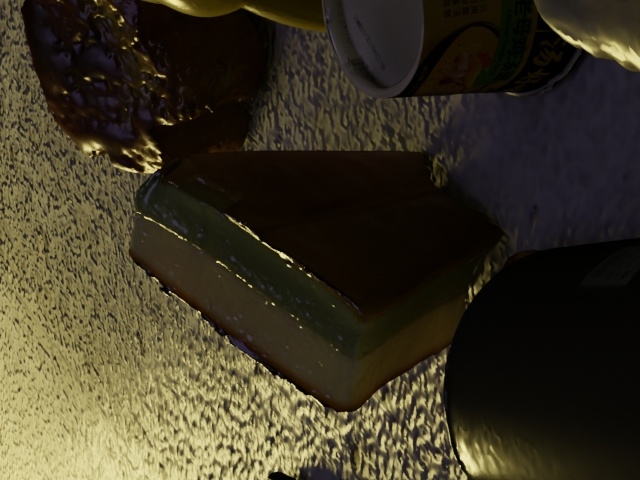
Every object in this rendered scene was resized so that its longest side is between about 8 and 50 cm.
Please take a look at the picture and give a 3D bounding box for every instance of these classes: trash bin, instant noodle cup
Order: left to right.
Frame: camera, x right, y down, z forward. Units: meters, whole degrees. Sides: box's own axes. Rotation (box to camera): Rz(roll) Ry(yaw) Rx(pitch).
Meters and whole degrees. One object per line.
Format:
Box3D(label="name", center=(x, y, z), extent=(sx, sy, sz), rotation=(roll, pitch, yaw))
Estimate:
Box3D(label="instant noodle cup", center=(0.080, -0.157, 0.867), extent=(0.151, 0.122, 0.151), rotation=(28, 123, 54))
Box3D(label="trash bin", center=(0.217, 0.086, 0.662), extent=(0.334, 0.214, 0.214), rotation=(-10, 93, 63))

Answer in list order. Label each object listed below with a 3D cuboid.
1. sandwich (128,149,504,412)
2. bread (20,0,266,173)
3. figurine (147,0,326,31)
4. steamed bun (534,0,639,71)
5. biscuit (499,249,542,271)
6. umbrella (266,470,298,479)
Box3D(label="sandwich", center=(0.000, 0.000, 0.994), extent=(0.220, 0.186, 0.108), rotation=(33, 130, 27))
Box3D(label="bread", center=(-0.155, -0.179, 1.206), extent=(0.232, 0.135, 0.246), rotation=(11, 124, 36))
Box3D(label="figurine", center=(-0.097, -0.270, 1.031), extent=(0.169, 0.218, 0.326), rotation=(-34, 52, 13))
Box3D(label="steamed bun", center=(0.282, -0.107, 0.465), extent=(0.383, 0.247, 0.236), rotation=(34, 109, 47))
Box3D(label="biscuit", center=(0.134, 0.114, 0.906), extent=(0.176, 0.031, 0.228), rotation=(-120, 28, -78))
Box3D(label="umbrella", center=(-0.009, 0.243, 1.250), extent=(0.133, 0.031, 0.036), rotation=(17, 114, 55))
